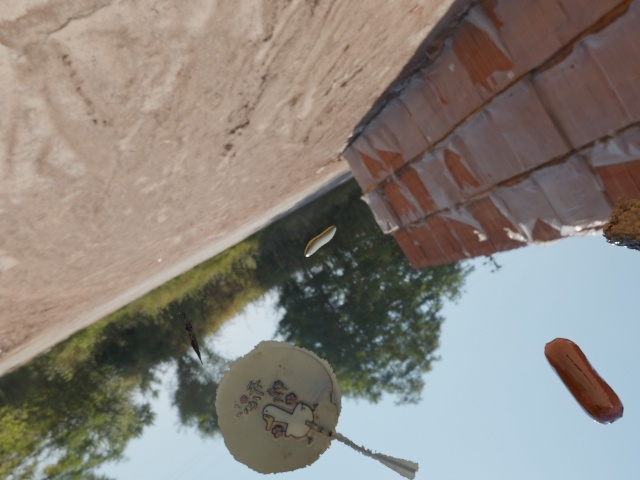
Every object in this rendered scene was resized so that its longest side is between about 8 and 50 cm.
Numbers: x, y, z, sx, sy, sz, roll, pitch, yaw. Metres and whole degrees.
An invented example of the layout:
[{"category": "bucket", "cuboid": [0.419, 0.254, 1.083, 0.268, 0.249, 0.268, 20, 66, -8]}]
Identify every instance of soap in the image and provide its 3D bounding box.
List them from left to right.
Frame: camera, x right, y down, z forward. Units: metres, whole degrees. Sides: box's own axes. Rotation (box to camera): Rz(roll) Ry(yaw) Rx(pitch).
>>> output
[{"category": "soap", "cuboid": [0.000, 0.000, 0.801, 0.089, 0.012, 0.034, -35, 154, -52]}]

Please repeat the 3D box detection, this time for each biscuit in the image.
[{"category": "biscuit", "cuboid": [0.449, 0.002, 0.588, 0.064, 0.199, 0.034, -55, 147, -21]}]

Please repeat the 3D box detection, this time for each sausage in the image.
[{"category": "sausage", "cuboid": [0.547, 0.291, 1.041, 0.077, 0.194, 0.077, -24, 153, -13]}]

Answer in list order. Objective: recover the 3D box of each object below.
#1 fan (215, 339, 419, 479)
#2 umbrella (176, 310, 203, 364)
[{"category": "fan", "cuboid": [-0.001, 0.347, 0.917, 0.232, 0.415, 0.012, -61, -173, -14]}, {"category": "umbrella", "cuboid": [-0.268, 0.203, 1.042, 0.022, 0.122, 0.013, -27, -177, -33]}]
